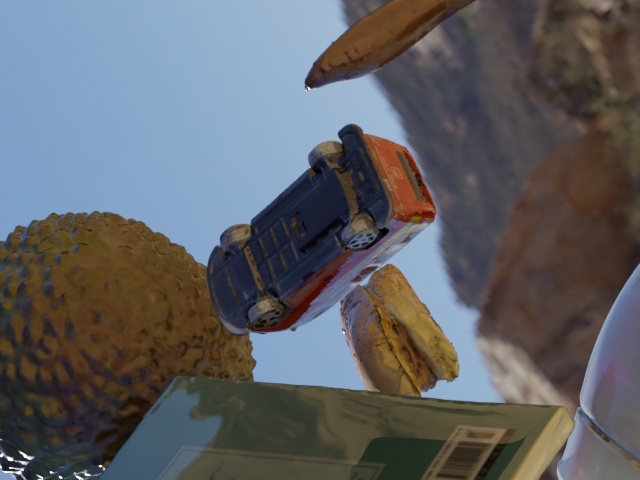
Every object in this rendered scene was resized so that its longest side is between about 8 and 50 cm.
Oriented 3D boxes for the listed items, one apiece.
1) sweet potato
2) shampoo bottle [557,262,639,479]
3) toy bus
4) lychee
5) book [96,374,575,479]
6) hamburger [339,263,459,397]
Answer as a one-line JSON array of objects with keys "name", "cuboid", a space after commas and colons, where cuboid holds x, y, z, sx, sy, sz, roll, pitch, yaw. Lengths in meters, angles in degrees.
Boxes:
[{"name": "sweet potato", "cuboid": [0.090, -0.227, 1.941, 0.057, 0.264, 0.057, 50, 164, 19]}, {"name": "shampoo bottle", "cuboid": [0.331, 0.127, 1.407, 0.273, 0.266, 0.273, 28, -174, -3]}, {"name": "toy bus", "cuboid": [0.000, 0.000, 1.298, 0.077, 0.174, 0.079, 6, -128, -45]}, {"name": "lychee", "cuboid": [-0.192, 0.114, 1.714, 0.320, 0.270, 0.270, 59, -167, 8]}, {"name": "book", "cuboid": [-0.038, 0.198, 1.302, 0.379, 0.264, 0.031, 1, 132, 44]}, {"name": "hamburger", "cuboid": [0.082, 0.118, 2.383, 0.131, 0.124, 0.262, 53, -178, -23]}]
